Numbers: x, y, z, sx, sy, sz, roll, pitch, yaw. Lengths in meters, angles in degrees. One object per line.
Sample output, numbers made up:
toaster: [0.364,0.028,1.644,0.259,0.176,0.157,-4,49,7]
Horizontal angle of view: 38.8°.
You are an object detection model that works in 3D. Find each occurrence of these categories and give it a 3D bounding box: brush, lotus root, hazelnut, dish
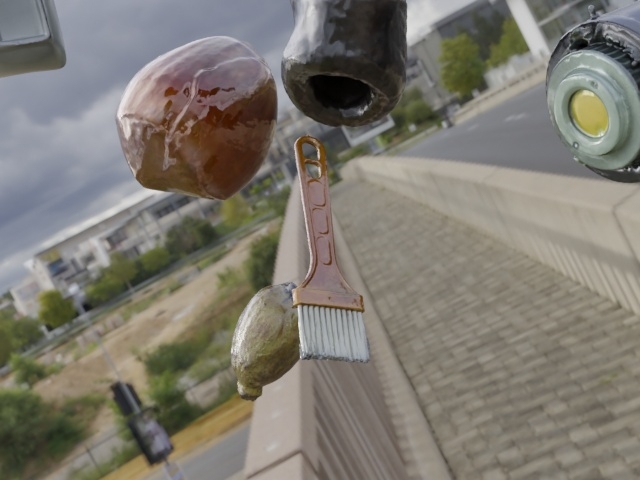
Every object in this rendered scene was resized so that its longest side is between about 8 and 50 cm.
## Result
brush: [0.000,0.000,1.087,0.090,0.314,0.017,8,-33,-25]
lotus root: [-0.086,0.169,1.513,0.214,0.139,0.138,-65,8,-2]
hazelnut: [-0.245,-0.253,1.879,0.372,0.315,0.372,-24,49,31]
dish: [-0.486,-0.368,1.416,0.151,0.212,0.077,-15,2,-26]

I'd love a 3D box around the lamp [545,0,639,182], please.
lamp: [0.408,-0.205,1.109,0.272,0.373,0.205,-6,-22,-20]

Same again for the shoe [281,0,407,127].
shoe: [0.028,-0.308,1.139,0.172,0.237,0.384,1,-29,1]
